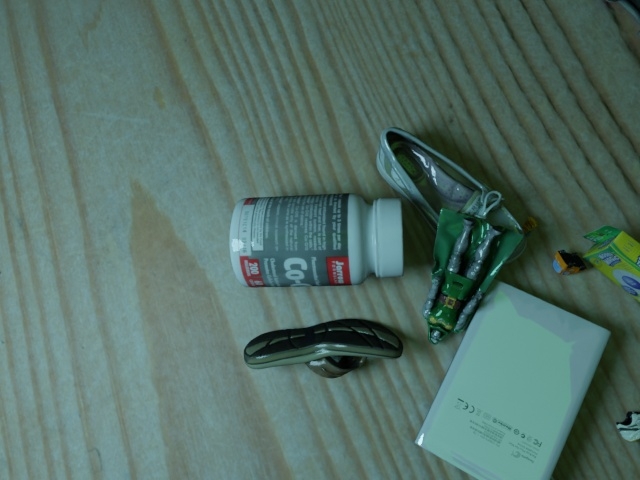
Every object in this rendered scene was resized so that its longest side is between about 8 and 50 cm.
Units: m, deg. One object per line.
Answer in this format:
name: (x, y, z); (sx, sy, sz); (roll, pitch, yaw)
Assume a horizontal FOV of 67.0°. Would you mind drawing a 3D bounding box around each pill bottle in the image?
pill bottle: (0.000, 0.000, 0.845); (0.283, 0.161, 0.161); (-2, 79, 8)

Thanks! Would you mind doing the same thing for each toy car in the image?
toy car: (0.410, 0.014, 0.859); (0.122, 0.060, 0.040); (60, 136, 29)

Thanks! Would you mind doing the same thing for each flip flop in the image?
flip flop: (0.005, 0.200, 0.845); (0.277, 0.112, 0.080); (-9, 104, 4)

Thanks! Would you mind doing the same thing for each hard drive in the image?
hard drive: (0.316, 0.244, 0.801); (0.203, 0.040, 0.307); (26, 80, 16)

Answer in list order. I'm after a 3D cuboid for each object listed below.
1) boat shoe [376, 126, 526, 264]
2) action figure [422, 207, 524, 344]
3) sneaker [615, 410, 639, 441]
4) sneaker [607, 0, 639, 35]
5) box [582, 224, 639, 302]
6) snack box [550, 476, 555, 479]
boat shoe: (0.227, -0.080, 0.857); (0.118, 0.103, 0.320); (-44, 78, -1)
action figure: (0.231, 0.076, 0.818); (0.137, 0.063, 0.232); (21, 109, 15)
sneaker: (0.520, 0.289, 0.784); (0.083, 0.032, 0.037); (-37, 77, 0)
sneaker: (0.562, -0.519, 0.888); (0.131, 0.112, 0.319); (-31, 76, -2)
box: (0.515, 0.049, 0.792); (0.043, 0.105, 0.179); (-45, 76, -3)
snack box: (0.352, 0.403, 0.791); (0.064, 0.022, 0.178); (-34, 77, -1)
